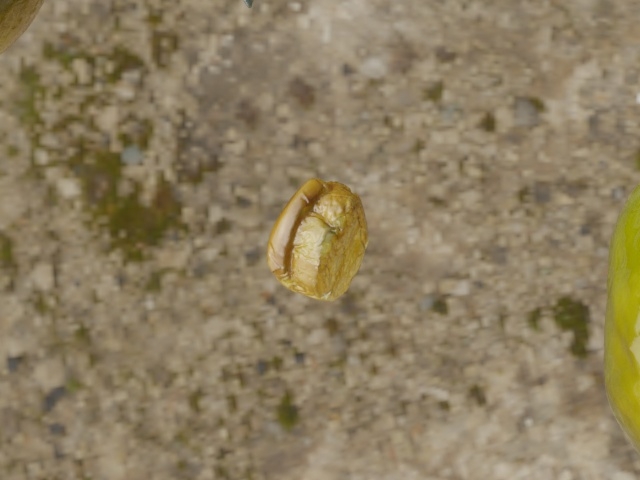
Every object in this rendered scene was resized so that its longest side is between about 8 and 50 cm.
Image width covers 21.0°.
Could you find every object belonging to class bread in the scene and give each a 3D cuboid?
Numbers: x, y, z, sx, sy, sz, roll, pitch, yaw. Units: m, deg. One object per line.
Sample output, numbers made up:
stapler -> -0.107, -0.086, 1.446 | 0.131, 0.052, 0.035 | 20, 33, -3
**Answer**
bread -> 0.000, 0.000, 1.123 | 0.046, 0.083, 0.081 | 26, 105, 26

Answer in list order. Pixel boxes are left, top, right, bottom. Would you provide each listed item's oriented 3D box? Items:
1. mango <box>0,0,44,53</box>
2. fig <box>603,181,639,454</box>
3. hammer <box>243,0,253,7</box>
mango -> -0.408, -0.370, 1.913 | 0.182, 0.253, 0.364 | 21, 108, 38
fig -> 0.365, 0.036, 1.260 | 0.343, 0.343, 0.343 | 3, 94, 38
hammer -> 0.019, -0.269, 1.605 | 0.226, 0.159, 0.041 | 19, 145, 50
